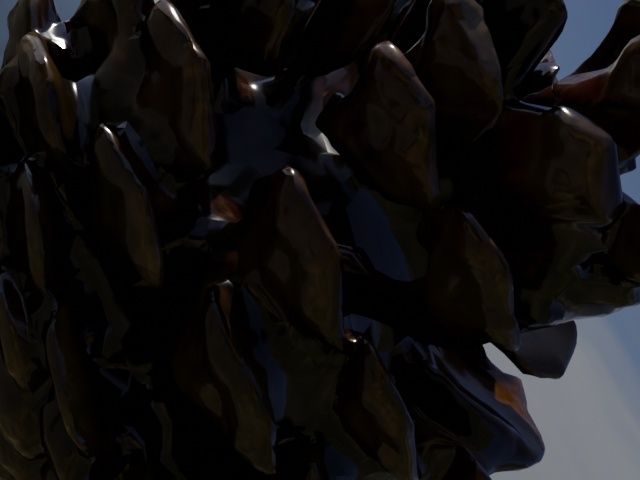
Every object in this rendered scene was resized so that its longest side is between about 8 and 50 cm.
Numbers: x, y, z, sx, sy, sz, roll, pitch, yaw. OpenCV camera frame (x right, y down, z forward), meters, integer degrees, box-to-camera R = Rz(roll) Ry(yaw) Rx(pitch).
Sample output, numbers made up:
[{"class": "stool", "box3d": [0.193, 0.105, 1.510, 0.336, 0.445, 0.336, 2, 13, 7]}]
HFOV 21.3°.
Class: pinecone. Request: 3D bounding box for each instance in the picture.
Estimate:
[{"class": "pinecone", "box3d": [-0.003, 0.002, 0.449, 0.179, 0.205, 0.184, 67, -20, 7]}]
